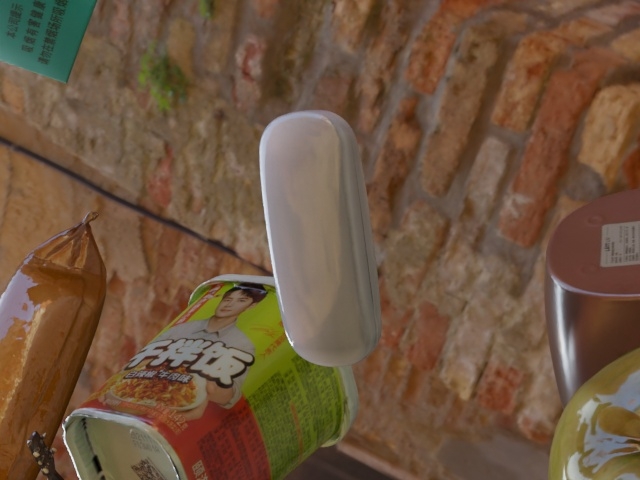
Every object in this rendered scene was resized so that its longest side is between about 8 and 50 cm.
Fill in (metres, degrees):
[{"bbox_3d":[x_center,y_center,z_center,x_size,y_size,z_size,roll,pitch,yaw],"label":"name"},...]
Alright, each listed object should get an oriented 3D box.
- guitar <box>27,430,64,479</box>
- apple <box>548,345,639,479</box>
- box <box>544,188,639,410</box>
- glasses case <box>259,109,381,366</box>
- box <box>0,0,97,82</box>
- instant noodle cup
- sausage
[{"bbox_3d":[-0.178,0.247,0.791,0.233,0.025,0.088,61,-162,-26],"label":"guitar"},{"bbox_3d":[0.295,0.183,0.644,0.262,0.262,0.262,-55,-19,-29],"label":"apple"},{"bbox_3d":[0.408,0.080,1.094,0.301,0.301,0.216,-50,-49,-41],"label":"box"},{"bbox_3d":[0.000,0.000,0.636,0.045,0.067,0.178,-29,-67,-59],"label":"glasses case"},{"bbox_3d":[-0.327,-0.235,0.860,0.161,0.227,0.042,-42,35,56],"label":"box"},{"bbox_3d":[-0.145,0.228,1.214,0.308,0.294,0.293,-38,-30,-46],"label":"instant noodle cup"},{"bbox_3d":[-0.298,0.118,0.955,0.112,0.112,0.328,80,-155,-63],"label":"sausage"}]
